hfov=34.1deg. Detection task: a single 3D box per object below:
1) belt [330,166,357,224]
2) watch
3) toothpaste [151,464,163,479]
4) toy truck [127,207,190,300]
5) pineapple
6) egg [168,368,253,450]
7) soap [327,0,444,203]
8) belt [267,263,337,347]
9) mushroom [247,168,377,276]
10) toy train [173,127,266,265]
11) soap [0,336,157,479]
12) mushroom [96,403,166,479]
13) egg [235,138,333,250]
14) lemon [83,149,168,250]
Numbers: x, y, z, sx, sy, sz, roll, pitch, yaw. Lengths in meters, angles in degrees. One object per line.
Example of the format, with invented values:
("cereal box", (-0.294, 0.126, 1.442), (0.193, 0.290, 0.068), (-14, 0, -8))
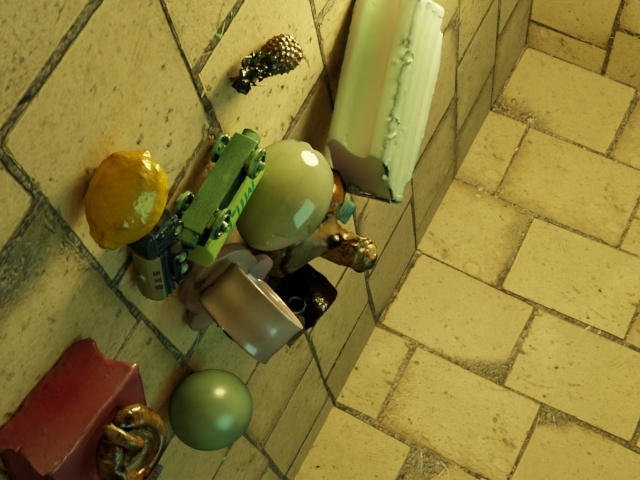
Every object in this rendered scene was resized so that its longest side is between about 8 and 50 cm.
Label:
("belt", (0.023, -0.103, 2.460), (0.302, 0.087, 0.072), (57, 53, -72))
("watch", (-0.146, 0.138, 1.994), (0.211, 0.217, 0.248), (-43, 158, -1))
("toothpaste", (-0.374, 0.465, 2.096), (0.070, 0.044, 0.193), (-62, 164, -14))
("toy truck", (-0.273, 0.023, 1.720), (0.088, 0.074, 0.202), (-46, 158, -29))
("pineapple", (-0.096, -0.304, 1.808), (0.159, 0.074, 0.074), (-40, 152, -42))
("egg", (-0.227, 0.352, 2.178), (0.168, 0.168, 0.231), (-67, 168, 6))
("soap", (0.140, -0.309, 2.256), (0.261, 0.156, 0.446), (-7, 109, -69))
("belt", (-0.067, 0.134, 2.373), (0.184, 0.164, 0.289), (-47, -179, -1))
("mushroom", (-0.035, -0.012, 2.201), (0.267, 0.254, 0.267), (-19, 165, -5))
("toy train", (-0.173, -0.074, 1.830), (0.157, 0.105, 0.253), (94, 21, -62))
("soap", (-0.393, 0.355, 1.717), (0.233, 0.128, 0.359), (-54, 160, -34))
("mushroom", (-0.298, 0.312, 1.596), (0.170, 0.080, 0.135), (76, 28, -62))
("egg", (-0.080, -0.078, 1.992), (0.217, 0.183, 0.183), (-49, 159, -26))
("lemon", (-0.278, -0.058, 1.483), (0.155, 0.114, 0.114), (-68, 165, 0))
